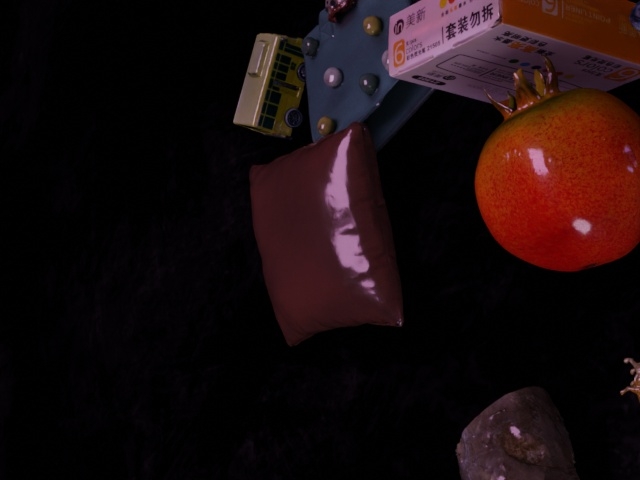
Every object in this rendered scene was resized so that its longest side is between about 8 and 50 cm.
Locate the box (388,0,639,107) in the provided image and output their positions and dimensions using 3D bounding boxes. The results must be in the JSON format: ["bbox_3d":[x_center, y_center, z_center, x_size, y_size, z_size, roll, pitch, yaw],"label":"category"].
[{"bbox_3d":[0.252,-0.243,1.686,0.220,0.273,0.091,-20,66,55],"label":"box"}]

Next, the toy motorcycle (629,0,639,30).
[{"bbox_3d":[0.468,-0.319,1.494,0.260,0.154,0.206,-11,40,53],"label":"toy motorcycle"}]

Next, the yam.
[{"bbox_3d":[0.247,0.312,1.623,0.154,0.154,0.254,-49,44,36],"label":"yam"}]

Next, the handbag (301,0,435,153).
[{"bbox_3d":[0.068,-0.290,2.126,0.269,0.100,0.274,-44,46,41],"label":"handbag"}]

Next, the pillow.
[{"bbox_3d":[0.000,0.000,2.100,0.308,0.108,0.306,-16,83,54],"label":"pillow"}]

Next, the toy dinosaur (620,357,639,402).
[{"bbox_3d":[0.372,0.148,1.591,0.041,0.026,0.113,-2,87,49],"label":"toy dinosaur"}]

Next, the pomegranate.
[{"bbox_3d":[0.287,-0.090,1.613,0.221,0.221,0.257,-23,92,51],"label":"pomegranate"}]

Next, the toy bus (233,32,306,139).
[{"bbox_3d":[-0.078,-0.268,2.335,0.088,0.101,0.175,16,91,57],"label":"toy bus"}]
